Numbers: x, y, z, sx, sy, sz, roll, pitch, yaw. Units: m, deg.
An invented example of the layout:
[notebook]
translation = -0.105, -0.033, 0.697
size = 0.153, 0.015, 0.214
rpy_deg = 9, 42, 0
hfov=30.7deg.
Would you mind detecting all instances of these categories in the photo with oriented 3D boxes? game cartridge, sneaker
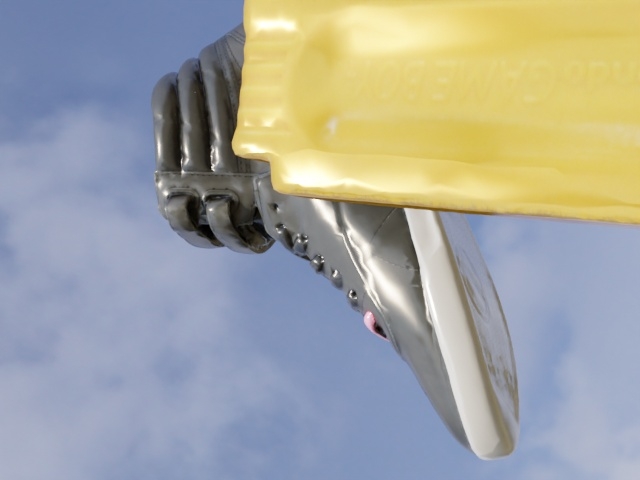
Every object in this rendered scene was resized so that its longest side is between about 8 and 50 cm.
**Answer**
[game cartridge]
translation = 0.096, -0.168, 0.452
size = 0.053, 0.285, 0.323
rpy_deg = 9, -92, -53
[sneaker]
translation = 0.000, 0.000, 0.634
size = 0.295, 0.147, 0.104
rpy_deg = 69, -168, 23
